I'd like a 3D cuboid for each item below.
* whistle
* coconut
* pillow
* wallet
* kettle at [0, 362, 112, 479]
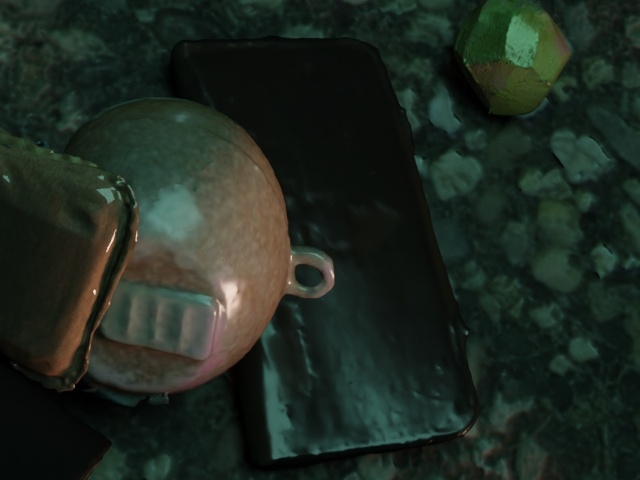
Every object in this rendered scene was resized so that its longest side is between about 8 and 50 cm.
[{"bbox_3d":[-0.162,-0.011,1.068,0.348,0.189,0.189,9,62,-2],"label":"whistle"},{"bbox_3d":[0.140,-0.141,1.302,0.082,0.083,0.081,58,47,-41],"label":"coconut"},{"bbox_3d":[-0.205,-0.013,0.977,0.211,0.135,0.034,27,23,9],"label":"pillow"},{"bbox_3d":[0.000,0.000,1.194,0.165,0.042,0.309,-5,67,-24],"label":"wallet"},{"bbox_3d":[-0.308,0.118,0.942,0.308,0.262,0.203,38,22,0],"label":"kettle"}]
